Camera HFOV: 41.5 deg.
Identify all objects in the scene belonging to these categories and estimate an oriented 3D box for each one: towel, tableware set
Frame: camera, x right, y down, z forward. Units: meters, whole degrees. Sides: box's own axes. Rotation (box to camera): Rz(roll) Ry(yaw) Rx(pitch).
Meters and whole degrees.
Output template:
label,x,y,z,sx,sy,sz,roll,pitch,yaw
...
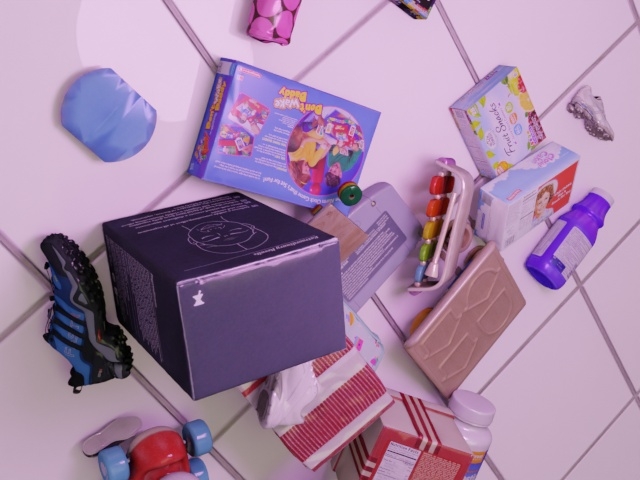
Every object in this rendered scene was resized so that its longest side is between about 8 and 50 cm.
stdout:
label,x,y,z,sx,sy,sz,roll,pitch,yaw
towel,-0.025,0.285,1.709,0.237,0.037,0.329,-39,110,-6
tableware set,0.365,0.024,2.046,0.128,0.039,0.194,-51,123,-8

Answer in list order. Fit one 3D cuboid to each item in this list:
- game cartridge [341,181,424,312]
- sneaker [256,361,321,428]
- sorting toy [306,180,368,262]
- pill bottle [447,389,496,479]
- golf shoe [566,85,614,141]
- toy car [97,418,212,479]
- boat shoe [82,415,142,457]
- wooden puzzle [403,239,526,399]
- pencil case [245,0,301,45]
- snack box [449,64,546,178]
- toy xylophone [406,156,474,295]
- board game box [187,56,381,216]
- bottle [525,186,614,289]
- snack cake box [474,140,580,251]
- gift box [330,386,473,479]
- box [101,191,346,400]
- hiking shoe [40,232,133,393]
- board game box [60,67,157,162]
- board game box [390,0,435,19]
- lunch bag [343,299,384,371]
label,x,y,z,sx,sy,sz,roll,pitch,yaw
game cartridge,0.084,0.022,1.867,0.297,0.062,0.198,-47,118,-11
sneaker,-0.047,0.256,1.639,0.115,0.090,0.232,8,108,-26
sorting toy,0.000,0.000,1.739,0.274,0.046,0.132,-44,129,9
pill bottle,0.331,0.512,2.084,0.152,0.152,0.272,9,109,-33
golf shoe,0.700,-0.319,2.134,0.176,0.069,0.086,37,78,-35
toy car,-0.290,0.506,1.652,0.219,0.238,0.210,-12,126,-31
boat shoe,-0.413,0.392,1.681,0.125,0.046,0.038,-30,158,-25
wooden puzzle,0.340,0.189,2.031,0.322,0.080,0.348,-49,142,-9
pencil case,-0.070,-0.474,1.602,0.098,0.095,0.209,10,102,-49
snack box,0.415,-0.273,1.968,0.174,0.070,0.207,-40,120,-15
toy xylophone,0.265,-0.028,1.868,0.236,0.081,0.322,9,96,-71
board game box,-0.067,-0.199,1.691,0.347,0.078,0.233,14,97,-34
bottle,0.648,-0.010,2.177,0.283,0.092,0.118,-52,124,-8
snack cake box,0.490,-0.108,2.007,0.264,0.089,0.152,-31,140,-28
gift box,0.158,0.495,1.908,0.255,0.258,0.276,25,102,-12
box,-0.180,0.077,1.514,0.294,0.395,0.211,-15,111,-27
hiking shoe,-0.455,0.137,1.537,0.132,0.113,0.304,-21,105,-1
board game box,-0.383,-0.224,1.520,0.133,0.033,0.169,-49,118,-4
board game box,0.181,-0.563,1.751,0.170,0.048,0.141,28,87,-34
lunch bag,-0.008,0.252,1.817,0.262,0.160,0.223,-44,121,-6
